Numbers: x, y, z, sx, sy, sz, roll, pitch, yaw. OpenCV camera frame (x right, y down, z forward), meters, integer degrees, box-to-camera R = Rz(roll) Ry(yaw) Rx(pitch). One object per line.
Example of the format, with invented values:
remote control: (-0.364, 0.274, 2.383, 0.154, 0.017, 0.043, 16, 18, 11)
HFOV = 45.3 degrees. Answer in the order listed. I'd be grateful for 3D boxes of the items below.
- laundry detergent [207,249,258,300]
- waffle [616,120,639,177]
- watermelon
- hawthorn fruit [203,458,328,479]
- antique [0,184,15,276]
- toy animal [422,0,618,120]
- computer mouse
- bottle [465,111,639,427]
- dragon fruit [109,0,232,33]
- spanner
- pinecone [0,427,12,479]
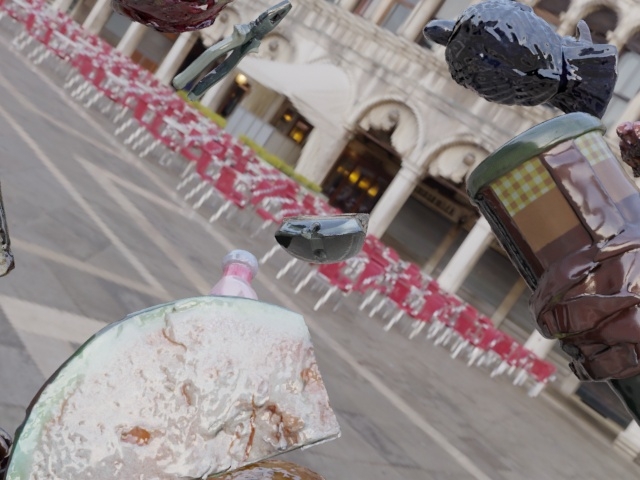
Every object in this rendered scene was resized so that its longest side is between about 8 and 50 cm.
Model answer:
laundry detergent: (-0.193, 0.164, 1.582, 0.088, 0.159, 0.335, 48, 36, -36)
waffle: (0.643, -0.132, 1.401, 0.221, 0.055, 0.234, 51, -9, -31)
watermelon: (-0.145, 0.179, 0.719, 0.180, 0.305, 0.224, -133, -153, -63)
hawthorn fruit: (-0.134, 0.515, 1.147, 0.402, 0.403, 0.403, 34, 5, -3)
antique: (-0.685, -0.071, 1.465, 0.125, 0.284, 0.150, -18, 29, -41)
toy animal: (0.243, -0.224, 0.937, 0.185, 0.122, 0.298, 12, 25, -18)
computer mouse: (0.000, 0.000, 1.340, 0.167, 0.090, 0.379, -3, 2, 9)
bottle: (0.241, 0.034, 0.658, 0.156, 0.143, 0.271, -4, 63, -56)
dragon fruit: (-0.277, -0.537, 1.395, 0.329, 0.329, 0.329, 34, 5, -3)
spanner: (-0.196, -0.441, 1.755, 0.040, 0.324, 0.095, 56, 8, 29)
pinecone: (-0.416, 0.311, 0.843, 0.246, 0.246, 0.292, 35, -26, 9)
